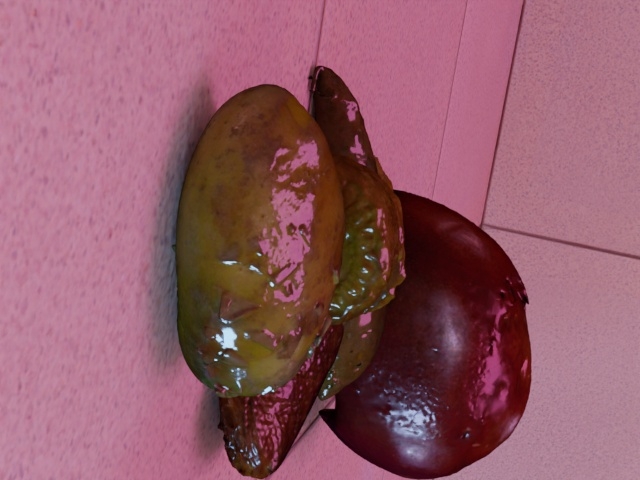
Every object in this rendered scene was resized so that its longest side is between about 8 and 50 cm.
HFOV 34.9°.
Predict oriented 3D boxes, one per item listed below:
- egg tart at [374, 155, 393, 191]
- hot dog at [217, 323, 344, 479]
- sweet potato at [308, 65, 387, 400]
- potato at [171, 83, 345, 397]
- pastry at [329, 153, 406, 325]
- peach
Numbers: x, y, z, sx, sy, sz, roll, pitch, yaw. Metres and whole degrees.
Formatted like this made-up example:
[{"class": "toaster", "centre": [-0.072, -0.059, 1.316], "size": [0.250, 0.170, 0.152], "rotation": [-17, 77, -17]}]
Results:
[{"class": "egg tart", "centre": [0.060, -0.055, 1.385], "size": [0.130, 0.052, 0.131], "rotation": [-21, -114, 58]}, {"class": "hot dog", "centre": [-0.052, 0.162, 1.162], "size": [0.161, 0.099, 0.227], "rotation": [85, 24, -48]}, {"class": "sweet potato", "centre": [0.024, -0.007, 1.287], "size": [0.130, 0.130, 0.423], "rotation": [-30, 124, -70]}, {"class": "potato", "centre": [-0.054, 0.006, 0.940], "size": [0.176, 0.141, 0.298], "rotation": [-28, 130, -57]}, {"class": "pastry", "centre": [0.000, 0.000, 1.073], "size": [0.103, 0.188, 0.189], "rotation": [-22, 123, -69]}, {"class": "peach", "centre": [0.141, 0.130, 1.536], "size": [0.417, 0.353, 0.339], "rotation": [64, 12, -4]}]
